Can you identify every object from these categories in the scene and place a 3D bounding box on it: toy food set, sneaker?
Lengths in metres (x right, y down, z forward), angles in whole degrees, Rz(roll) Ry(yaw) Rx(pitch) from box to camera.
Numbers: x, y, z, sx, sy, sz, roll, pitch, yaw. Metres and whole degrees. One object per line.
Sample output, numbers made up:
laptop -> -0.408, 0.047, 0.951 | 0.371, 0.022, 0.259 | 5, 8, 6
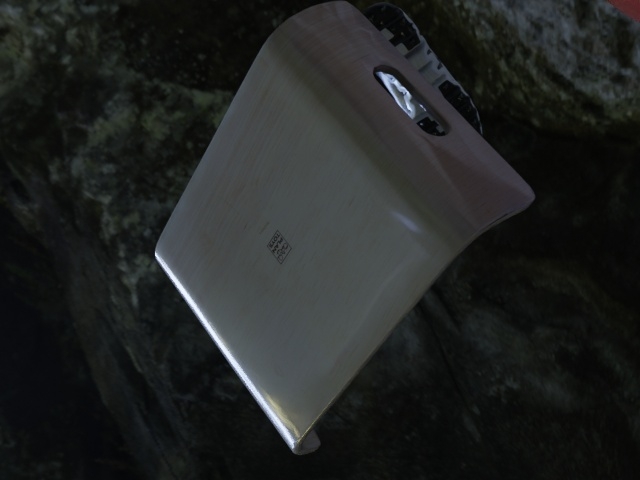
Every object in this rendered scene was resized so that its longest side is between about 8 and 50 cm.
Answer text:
toy food set -> 0.000, 0.000, 0.687 | 0.219, 0.092, 0.306 | 51, -52, 23
sneaker -> 0.119, -0.185, 1.030 | 0.078, 0.234, 0.106 | -33, -160, 12

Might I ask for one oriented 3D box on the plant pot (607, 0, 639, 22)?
plant pot -> 0.236, -0.256, 0.401 | 0.275, 0.243, 0.275 | -1, -97, 10
